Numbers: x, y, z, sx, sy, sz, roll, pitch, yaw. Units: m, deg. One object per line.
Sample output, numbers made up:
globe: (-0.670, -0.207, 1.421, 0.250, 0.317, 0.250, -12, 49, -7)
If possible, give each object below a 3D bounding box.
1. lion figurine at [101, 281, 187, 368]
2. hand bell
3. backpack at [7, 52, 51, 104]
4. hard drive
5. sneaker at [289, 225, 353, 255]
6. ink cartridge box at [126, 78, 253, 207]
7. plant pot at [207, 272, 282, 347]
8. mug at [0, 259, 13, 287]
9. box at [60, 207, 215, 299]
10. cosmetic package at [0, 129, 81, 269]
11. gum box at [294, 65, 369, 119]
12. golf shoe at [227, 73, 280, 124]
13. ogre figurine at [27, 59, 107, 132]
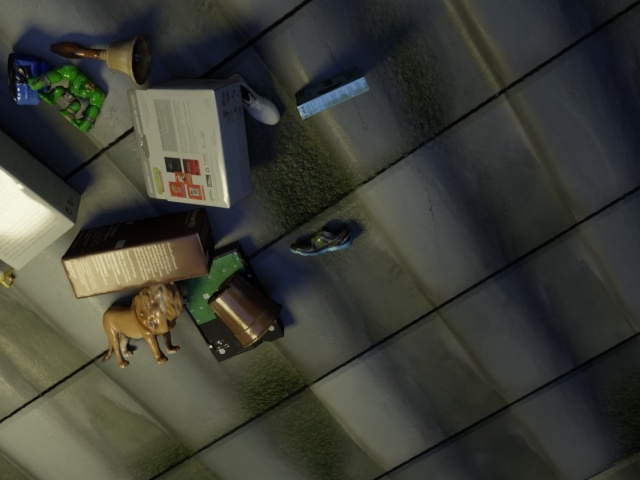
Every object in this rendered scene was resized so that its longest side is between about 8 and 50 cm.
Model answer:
lion figurine: (-0.549, 0.242, 1.871, 0.392, 0.142, 0.240, -14, 101, 26)
hand bell: (-0.567, -0.472, 1.602, 0.242, 0.126, 0.126, 8, 114, 6)
backpack: (-0.739, -0.404, 1.605, 0.101, 0.098, 0.120, 0, 115, -26)
hard drive: (-0.284, 0.193, 1.935, 0.237, 0.064, 0.339, -23, 115, 6)
sneaker: (0.000, 0.000, 1.877, 0.188, 0.067, 0.078, -13, 94, 3)
ink cartridge box: (-0.339, -0.261, 1.662, 0.272, 0.130, 0.309, 8, 117, 23)
plant pot: (-0.225, 0.191, 1.825, 0.167, 0.167, 0.165, -41, 102, 14)
mug: (-0.930, 0.095, 1.838, 0.078, 0.064, 0.062, 24, 110, -15)
box: (-0.501, 0.034, 1.775, 0.381, 0.191, 0.143, -10, 115, -1)
cosmetic package: (-0.878, -0.155, 1.627, 0.230, 0.161, 0.453, -35, 125, 11)
gum box: (0.026, -0.386, 1.641, 0.184, 0.157, 0.041, -23, 115, 5)
golf shoe: (-0.180, -0.363, 1.675, 0.176, 0.086, 0.069, 37, 105, -20)
ogre figurine: (-0.636, -0.376, 1.617, 0.118, 0.097, 0.197, -49, 120, -4)
